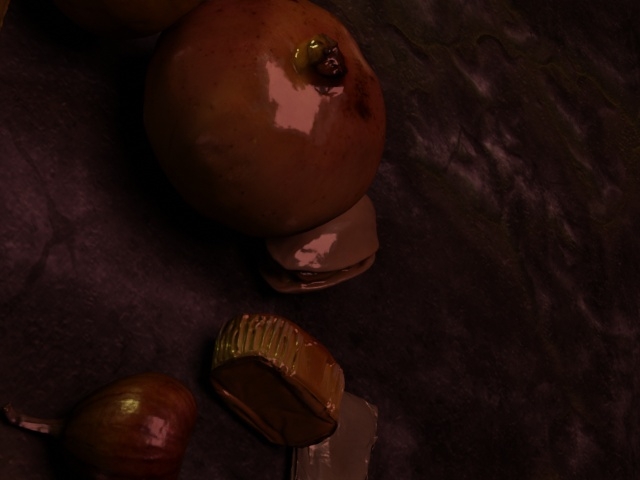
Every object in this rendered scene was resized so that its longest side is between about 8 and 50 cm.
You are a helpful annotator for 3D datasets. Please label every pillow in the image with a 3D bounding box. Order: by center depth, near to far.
[{"bbox_3d":[0.016,0.306,1.986,0.148,0.050,0.229,27,52,-30],"label":"pillow"}]

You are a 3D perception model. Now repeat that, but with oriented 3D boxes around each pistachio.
[{"bbox_3d":[0.000,0.000,2.061,0.152,0.126,0.223,34,43,12],"label":"pistachio"}]

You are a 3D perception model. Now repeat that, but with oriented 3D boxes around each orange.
[{"bbox_3d":[-0.238,-0.389,1.842,0.235,0.279,0.279,57,38,-30],"label":"orange"}]

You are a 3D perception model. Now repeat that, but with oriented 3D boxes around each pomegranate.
[{"bbox_3d":[-0.062,-0.176,1.909,0.338,0.338,0.338,26,54,-41],"label":"pomegranate"}]

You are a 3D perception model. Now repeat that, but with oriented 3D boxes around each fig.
[{"bbox_3d":[-0.232,0.235,1.664,0.148,0.202,0.149,74,-4,-70],"label":"fig"}]

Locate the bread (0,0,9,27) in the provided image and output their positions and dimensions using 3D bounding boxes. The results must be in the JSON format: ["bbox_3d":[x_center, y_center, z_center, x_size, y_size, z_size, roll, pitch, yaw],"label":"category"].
[{"bbox_3d":[-0.524,-0.350,1.660,0.362,0.245,0.233,13,60,-12],"label":"bread"}]

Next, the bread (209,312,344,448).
[{"bbox_3d":[-0.055,0.175,1.897,0.190,0.132,0.114,43,42,-32],"label":"bread"}]
